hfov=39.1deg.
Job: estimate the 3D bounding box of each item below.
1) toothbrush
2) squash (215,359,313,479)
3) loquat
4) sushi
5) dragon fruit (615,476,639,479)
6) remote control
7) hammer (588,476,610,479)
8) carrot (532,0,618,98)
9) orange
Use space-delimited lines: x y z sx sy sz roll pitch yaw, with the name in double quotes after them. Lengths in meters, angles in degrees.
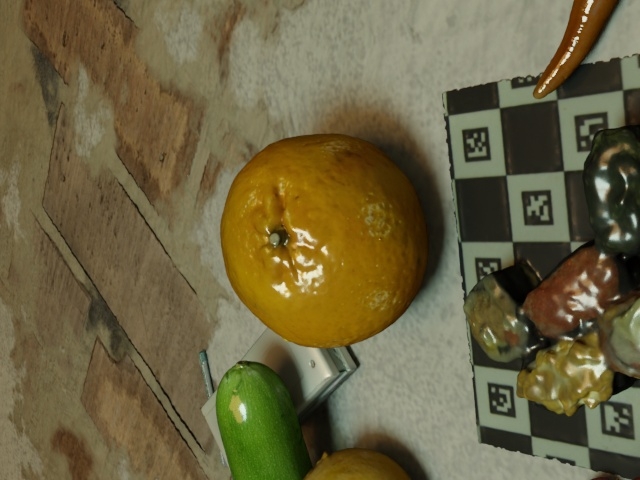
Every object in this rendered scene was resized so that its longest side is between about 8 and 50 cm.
-0.152 0.239 1.276 0.014 0.011 0.167 -14 88 56 "toothbrush"
-0.045 0.307 1.055 0.101 0.101 0.378 16 126 48 "squash"
0.038 0.290 0.964 0.141 0.141 0.141 15 110 48 "loquat"
0.223 0.033 0.735 0.343 0.064 0.359 0 98 50 "sushi"
0.259 0.288 0.610 0.252 0.241 0.240 61 140 46 "dragon fruit"
-0.058 0.185 1.116 0.277 0.056 0.102 -51 60 42 "remote control"
0.251 0.244 0.770 0.083 0.043 0.043 59 137 20 "hammer"
0.210 -0.174 0.720 0.035 0.035 0.142 44 126 35 "carrot"
0.000 0.000 0.905 0.219 0.193 0.219 -14 71 46 "orange"
